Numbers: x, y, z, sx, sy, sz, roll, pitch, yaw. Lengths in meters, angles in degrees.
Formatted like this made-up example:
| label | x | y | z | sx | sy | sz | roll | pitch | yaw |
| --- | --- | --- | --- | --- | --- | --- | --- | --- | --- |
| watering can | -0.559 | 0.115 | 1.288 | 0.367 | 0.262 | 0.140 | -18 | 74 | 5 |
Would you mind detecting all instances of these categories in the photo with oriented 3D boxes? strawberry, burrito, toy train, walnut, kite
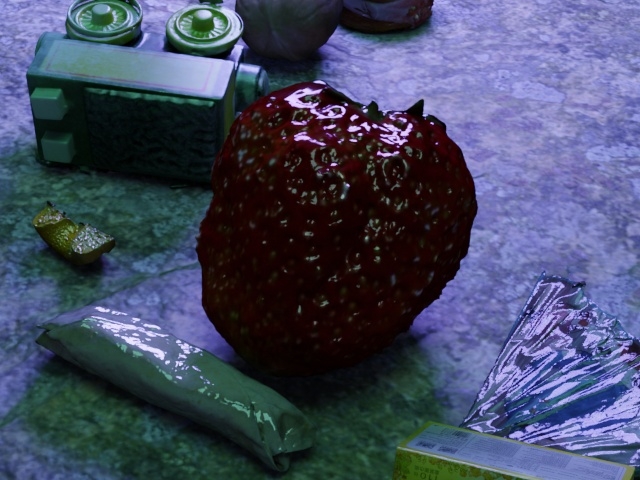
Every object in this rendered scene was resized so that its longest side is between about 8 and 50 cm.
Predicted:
| label | x | y | z | sx | sy | sz | roll | pitch | yaw |
| --- | --- | --- | --- | --- | --- | --- | --- | --- | --- |
| strawberry | 0.000 | 0.000 | 1.069 | 0.257 | 0.257 | 0.277 | 20 | 58 | 18 |
| burrito | -0.130 | 0.123 | 1.025 | 0.275 | 0.059 | 0.082 | 25 | 29 | 23 |
| toy train | -0.198 | -0.172 | 1.306 | 0.272 | 0.159 | 0.188 | 9 | 46 | 4 |
| walnut | -0.040 | -0.305 | 1.501 | 0.140 | 0.140 | 0.162 | 15 | 29 | 13 |
| kite | 0.268 | 0.116 | 1.033 | 0.368 | 0.014 | 0.406 | -24 | 28 | -9 |

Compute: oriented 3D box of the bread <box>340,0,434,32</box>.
| label | x | y | z | sx | sy | sz | roll | pitch | yaw |
| --- | --- | --- | --- | --- | --- | --- | --- | --- | --- |
| bread | 0.085 | -0.357 | 1.624 | 0.160 | 0.073 | 0.160 | 3 | 38 | -2 |

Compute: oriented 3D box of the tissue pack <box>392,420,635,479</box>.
| label | x | y | z | sx | sy | sz | roll | pitch | yaw |
| --- | --- | --- | --- | --- | --- | --- | --- | --- | --- |
| tissue pack | 0.151 | 0.199 | 0.910 | 0.176 | 0.062 | 0.095 | 11 | 8 | 20 |

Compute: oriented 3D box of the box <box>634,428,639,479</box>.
| label | x | y | z | sx | sy | sz | roll | pitch | yaw |
| --- | --- | --- | --- | --- | --- | --- | --- | --- | --- |
| box | 0.304 | 0.202 | 0.970 | 0.045 | 0.062 | 0.098 | -19 | 42 | -32 |

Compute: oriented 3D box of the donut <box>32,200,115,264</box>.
| label | x | y | z | sx | sy | sz | roll | pitch | yaw |
| --- | --- | --- | --- | --- | --- | --- | --- | --- | --- |
| donut | -0.255 | -0.006 | 1.168 | 0.083 | 0.067 | 0.038 | 43 | 64 | -5 |
